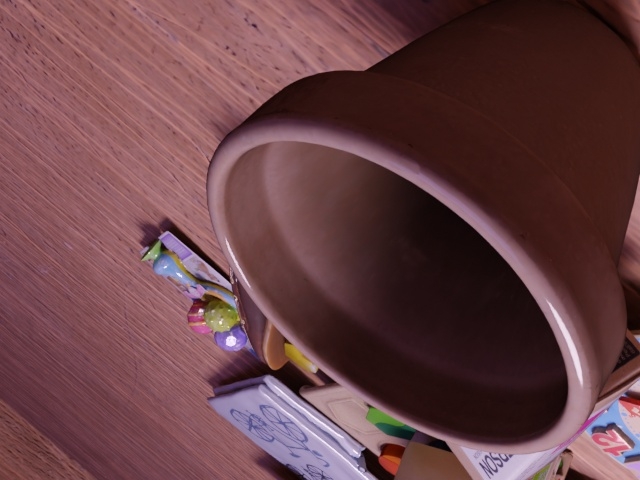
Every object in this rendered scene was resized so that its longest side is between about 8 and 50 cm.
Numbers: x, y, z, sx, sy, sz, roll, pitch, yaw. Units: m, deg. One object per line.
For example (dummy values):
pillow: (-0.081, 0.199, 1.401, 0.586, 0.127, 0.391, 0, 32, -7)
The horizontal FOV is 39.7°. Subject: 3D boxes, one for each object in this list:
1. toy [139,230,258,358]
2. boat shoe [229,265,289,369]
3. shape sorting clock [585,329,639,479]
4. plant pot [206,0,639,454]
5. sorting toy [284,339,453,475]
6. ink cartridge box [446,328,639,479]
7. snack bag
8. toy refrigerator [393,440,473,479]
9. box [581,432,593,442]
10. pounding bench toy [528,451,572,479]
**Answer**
toy: (-0.151, 0.094, 1.200, 0.237, 0.056, 0.137, 46, 151, -10)
boat shoe: (-0.068, 0.072, 1.066, 0.073, 0.073, 0.207, 27, 141, 25)
shape sorting clock: (0.302, 0.153, 0.737, 0.206, 0.040, 0.206, 28, 148, 20)
plant pot: (0.094, -0.036, 0.569, 0.263, 0.229, 0.263, 28, 149, 19)
sorting toy: (0.064, 0.217, 1.098, 0.307, 0.041, 0.229, 41, 152, -18)
ink cartridge box: (0.150, 0.096, 0.770, 0.193, 0.088, 0.235, 54, 156, 23)
snack bag: (-0.004, 0.326, 1.343, 0.342, 0.037, 0.323, 41, 156, -7)
toy refrigerator: (0.219, 0.317, 1.004, 0.269, 0.094, 0.102, 12, 144, 22)
box: (0.274, 0.149, 0.826, 0.201, 0.021, 0.164, 31, 149, 15)
pounding bench toy: (0.237, 0.228, 0.949, 0.052, 0.083, 0.065, 21, 177, 34)
